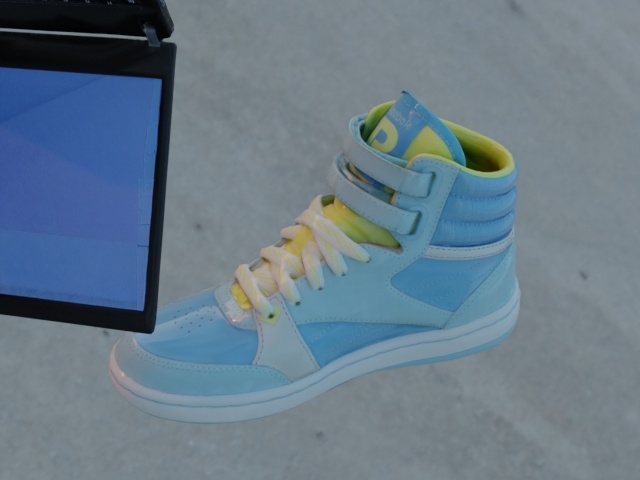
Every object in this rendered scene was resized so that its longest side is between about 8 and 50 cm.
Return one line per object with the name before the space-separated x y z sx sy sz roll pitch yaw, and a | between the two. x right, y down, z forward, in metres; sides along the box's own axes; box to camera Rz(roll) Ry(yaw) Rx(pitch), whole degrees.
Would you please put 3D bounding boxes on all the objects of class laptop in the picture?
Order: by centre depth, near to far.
laptop | -0.206 -0.089 0.627 0.264 0.234 0.137 73 28 -54

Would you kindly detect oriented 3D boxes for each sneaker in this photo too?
sneaker | 0.000 0.000 0.882 0.318 0.208 0.127 -15 40 -21
